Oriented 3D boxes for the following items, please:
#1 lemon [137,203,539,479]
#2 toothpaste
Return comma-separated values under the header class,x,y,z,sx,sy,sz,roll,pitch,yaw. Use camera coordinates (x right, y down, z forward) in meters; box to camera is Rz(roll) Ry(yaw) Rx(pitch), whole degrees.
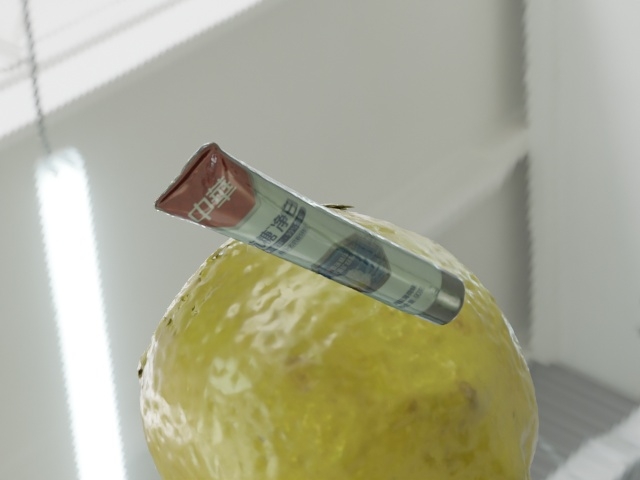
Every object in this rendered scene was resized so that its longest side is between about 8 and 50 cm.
class,x,y,z,sx,sy,sz,roll,pitch,yaw
lemon,0.024,0.152,1.487,0.350,0.387,0.350,-44,-24,-26
toothpaste,0.000,0.000,1.103,0.239,0.039,0.062,26,-59,-34
